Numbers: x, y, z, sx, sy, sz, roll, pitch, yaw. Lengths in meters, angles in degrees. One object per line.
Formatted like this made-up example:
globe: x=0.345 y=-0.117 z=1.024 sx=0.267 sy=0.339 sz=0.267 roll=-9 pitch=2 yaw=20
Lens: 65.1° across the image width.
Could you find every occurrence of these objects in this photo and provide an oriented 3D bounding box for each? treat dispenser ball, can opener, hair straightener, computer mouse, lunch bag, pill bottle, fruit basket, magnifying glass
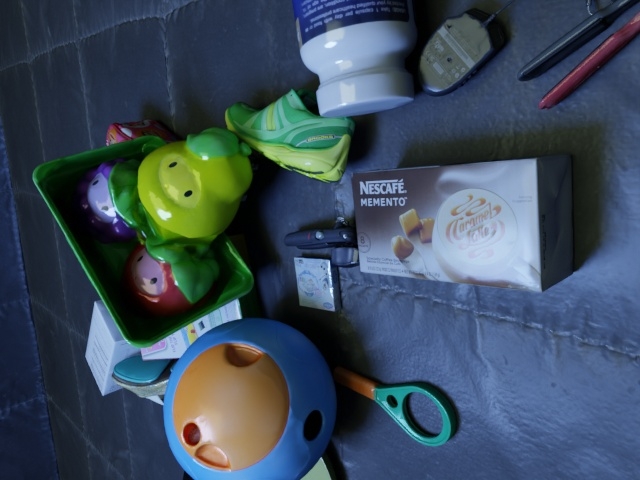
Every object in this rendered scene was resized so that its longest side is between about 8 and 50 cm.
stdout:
treat dispenser ball: x=-0.116 y=0.276 z=0.849 sx=0.288 sy=0.288 sz=0.288 roll=14 pitch=110 yaw=43
can opener: x=0.000 y=0.000 z=0.821 sx=0.186 sy=0.059 sz=0.073 roll=4 pitch=72 yaw=49
hair straightener: x=0.281 y=-0.236 z=0.478 sx=0.230 sy=0.047 sz=0.089 roll=-47 pitch=67 yaw=42
computer mouse: x=0.204 y=-0.258 z=0.567 sx=0.242 sy=0.041 sz=0.071 roll=-40 pitch=80 yaw=37
lunch bag: x=-0.381 y=-0.119 z=1.155 sx=0.293 sy=0.120 sz=0.258 roll=34 pitch=128 yaw=34
pill bottle: x=0.041 y=-0.300 z=0.635 sx=0.153 sy=0.153 sz=0.265 roll=-3 pitch=97 yaw=46
fruit basket: x=-0.275 y=-0.035 z=0.859 sx=0.392 sy=0.283 sz=0.392 roll=29 pitch=133 yaw=37
magnifying glass: x=0.111 y=0.252 z=0.802 sx=0.231 sy=0.026 sz=0.092 roll=12 pitch=109 yaw=42

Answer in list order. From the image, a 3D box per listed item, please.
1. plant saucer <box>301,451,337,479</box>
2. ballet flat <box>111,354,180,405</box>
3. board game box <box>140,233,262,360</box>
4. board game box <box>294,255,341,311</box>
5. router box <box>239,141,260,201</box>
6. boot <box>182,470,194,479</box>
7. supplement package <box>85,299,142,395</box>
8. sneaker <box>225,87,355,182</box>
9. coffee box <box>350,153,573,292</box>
plant saucer: x=-0.043 y=0.464 z=1.005 sx=0.241 sy=0.037 sz=0.241 roll=16 pitch=112 yaw=43
ballet flat: x=-0.331 y=0.322 z=1.153 sx=0.348 sy=0.123 sz=0.123 roll=-11 pitch=92 yaw=22
board game box: x=-0.280 y=0.129 z=1.081 sx=0.316 sy=0.064 sz=0.242 roll=-9 pitch=93 yaw=30
board game box: x=-0.006 y=0.074 z=0.877 sx=0.090 sy=0.020 sz=0.090 roll=2 pitch=101 yaw=46
router box: x=-0.176 y=-0.147 z=0.984 sx=0.122 sy=0.038 sz=0.092 roll=44 pitch=129 yaw=29
boot: x=-0.224 y=0.485 z=1.098 sx=0.348 sy=0.131 sz=0.260 roll=3 pitch=111 yaw=50
supplement package: x=-0.513 y=0.267 z=1.309 sx=0.134 sy=0.139 sz=0.244 roll=51 pitch=132 yaw=27
sneaker: x=-0.047 y=-0.182 z=0.814 sx=0.295 sy=0.109 sz=0.124 roll=30 pitch=93 yaw=42
coffee box: x=0.165 y=-0.026 z=0.616 sx=0.246 sy=0.098 sz=0.141 roll=4 pitch=103 yaw=45
